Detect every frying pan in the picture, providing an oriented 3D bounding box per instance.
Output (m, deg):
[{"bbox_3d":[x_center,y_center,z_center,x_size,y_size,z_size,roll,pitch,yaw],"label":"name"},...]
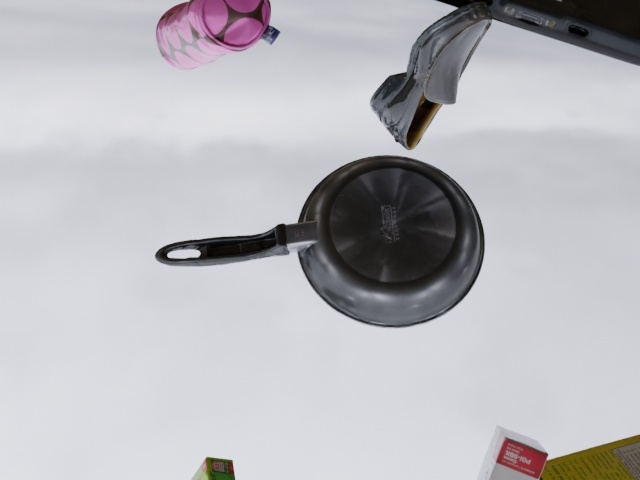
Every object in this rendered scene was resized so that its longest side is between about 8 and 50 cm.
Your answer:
[{"bbox_3d":[0.011,-0.025,1.098,0.326,0.197,0.053,17,157,6],"label":"frying pan"}]

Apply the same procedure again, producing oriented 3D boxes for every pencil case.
[{"bbox_3d":[-0.125,-0.255,1.248,0.095,0.098,0.209,43,166,-21],"label":"pencil case"}]

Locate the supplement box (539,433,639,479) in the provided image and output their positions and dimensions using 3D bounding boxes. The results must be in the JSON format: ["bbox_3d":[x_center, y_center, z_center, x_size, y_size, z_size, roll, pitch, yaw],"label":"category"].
[{"bbox_3d":[0.489,0.458,1.709,0.356,0.195,0.194,-9,-138,-22],"label":"supplement box"}]

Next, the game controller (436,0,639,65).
[{"bbox_3d":[0.200,-0.261,1.025,0.319,0.067,0.167,16,-123,-7],"label":"game controller"}]

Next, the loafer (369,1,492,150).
[{"bbox_3d":[0.111,-0.151,0.979,0.062,0.170,0.061,-14,-112,-33],"label":"loafer"}]

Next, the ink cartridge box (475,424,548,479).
[{"bbox_3d":[0.215,0.297,1.256,0.056,0.135,0.099,21,180,4],"label":"ink cartridge box"}]

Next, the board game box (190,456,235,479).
[{"bbox_3d":[-0.145,0.399,1.453,0.043,0.092,0.181,14,-141,-26],"label":"board game box"}]
